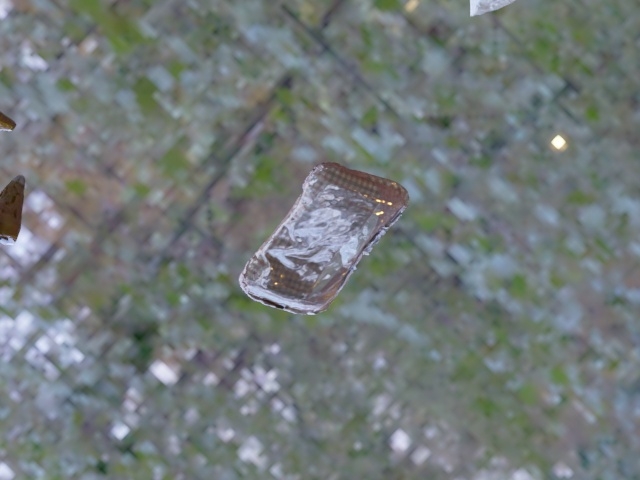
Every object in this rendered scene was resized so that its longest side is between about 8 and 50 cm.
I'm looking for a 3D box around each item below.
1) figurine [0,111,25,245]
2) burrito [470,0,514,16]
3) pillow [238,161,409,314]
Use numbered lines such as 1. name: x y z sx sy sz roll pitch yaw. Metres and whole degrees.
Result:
1. figurine: -0.463 -0.032 1.553 0.387 0.401 0.268 20 -147 -18
2. burrito: 0.257 -0.428 2.192 0.076 0.117 0.392 39 152 18
3. pillow: 0.002 0.001 2.011 0.135 0.211 0.034 16 -146 -31
